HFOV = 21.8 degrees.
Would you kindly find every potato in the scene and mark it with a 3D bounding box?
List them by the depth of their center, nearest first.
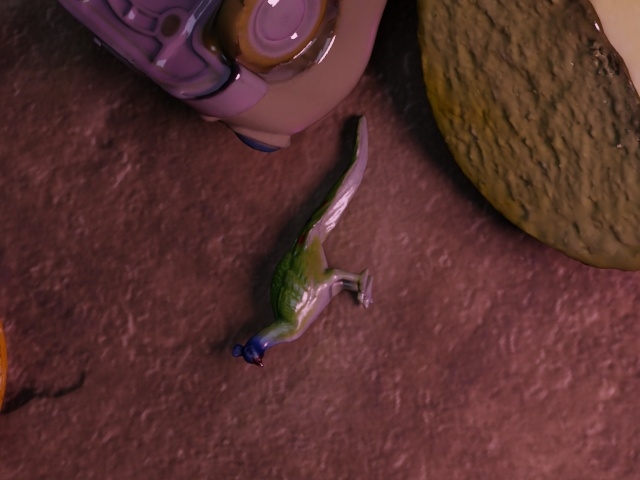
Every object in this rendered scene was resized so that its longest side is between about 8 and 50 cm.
[{"bbox_3d":[0.229,-0.173,1.196,0.280,0.213,0.330,-31,91,-27],"label":"potato"}]

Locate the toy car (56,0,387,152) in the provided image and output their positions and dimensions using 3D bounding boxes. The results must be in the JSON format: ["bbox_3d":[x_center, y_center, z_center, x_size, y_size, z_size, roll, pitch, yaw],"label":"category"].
[{"bbox_3d":[-0.010,-0.249,1.256,0.242,0.226,0.336,39,98,36],"label":"toy car"}]

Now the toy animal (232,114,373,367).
[{"bbox_3d":[0.014,0.007,1.243,0.075,0.041,0.217,23,73,17],"label":"toy animal"}]

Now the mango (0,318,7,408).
[{"bbox_3d":[-0.338,0.141,1.225,0.176,0.119,0.316,33,89,15],"label":"mango"}]
